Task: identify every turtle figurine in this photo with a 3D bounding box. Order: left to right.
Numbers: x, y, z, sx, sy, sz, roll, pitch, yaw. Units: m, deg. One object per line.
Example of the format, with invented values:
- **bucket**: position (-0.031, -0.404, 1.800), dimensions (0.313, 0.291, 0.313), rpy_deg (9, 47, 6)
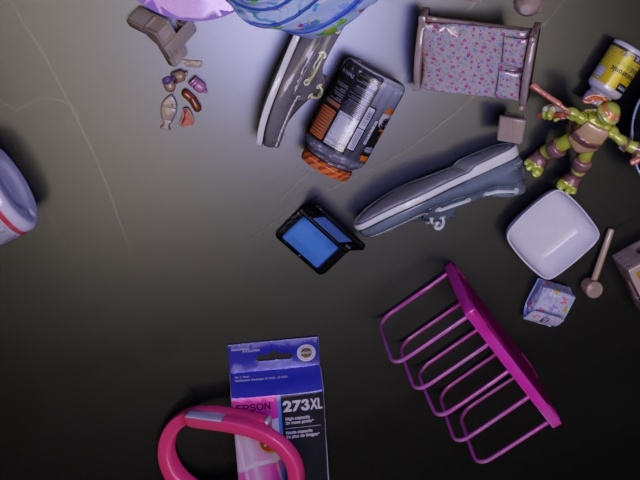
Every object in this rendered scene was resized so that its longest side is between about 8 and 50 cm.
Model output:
- **turtle figurine**: position (0.439, -0.181, 1.681), dimensions (0.270, 0.087, 0.217), rpy_deg (19, 146, -12)

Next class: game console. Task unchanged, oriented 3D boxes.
- **game console**: position (0.000, 0.000, 1.758), dimensions (0.122, 0.107, 0.071), rpy_deg (41, 72, -19)

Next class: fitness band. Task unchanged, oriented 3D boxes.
- **fitness band**: position (-0.168, 0.411, 1.840), dimensions (0.291, 0.054, 0.209), rpy_deg (7, 115, 17)

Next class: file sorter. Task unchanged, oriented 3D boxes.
- **file sorter**: position (0.265, 0.231, 1.805), dimensions (0.182, 0.202, 0.290), rpy_deg (-36, 110, 10)

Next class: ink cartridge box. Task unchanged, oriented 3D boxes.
- **ink cartridge box**: position (-0.077, 0.368, 1.888), dimensions (0.176, 0.069, 0.370), rpy_deg (-5, 108, -4)

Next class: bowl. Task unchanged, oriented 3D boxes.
- **bowl**: position (0.418, -0.017, 1.808), dimensions (0.142, 0.053, 0.142), rpy_deg (-42, 110, 9)

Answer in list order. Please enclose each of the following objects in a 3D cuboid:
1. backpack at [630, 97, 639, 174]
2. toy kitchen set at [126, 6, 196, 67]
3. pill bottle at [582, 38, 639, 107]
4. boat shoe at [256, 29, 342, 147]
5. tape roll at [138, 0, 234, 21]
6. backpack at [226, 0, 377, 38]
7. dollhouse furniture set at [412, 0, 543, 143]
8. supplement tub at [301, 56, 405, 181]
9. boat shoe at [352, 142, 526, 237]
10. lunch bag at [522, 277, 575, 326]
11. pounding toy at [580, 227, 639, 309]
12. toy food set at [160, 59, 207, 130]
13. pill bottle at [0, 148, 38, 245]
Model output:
- **backpack**: position (0.667, -0.191, 1.689), dimensions (0.254, 0.191, 0.225), rpy_deg (1, 113, 23)
- **toy kitchen set**: position (-0.256, -0.346, 1.624), dimensions (0.068, 0.075, 0.083), rpy_deg (-51, 149, -16)
- **pill bottle**: position (0.507, -0.286, 1.714), dimensions (0.065, 0.065, 0.116), rpy_deg (26, 106, -15)
- **boat shoe**: position (-0.025, -0.286, 1.628), dimensions (0.091, 0.109, 0.305), rpy_deg (20, 103, -8)
- **tape roll**: position (-0.199, -0.487, 1.545), dimensions (0.275, 0.090, 0.274), rpy_deg (-2, 109, -6)
- **backpack**: position (0.005, -0.447, 1.359), dimensions (0.290, 0.273, 0.355), rpy_deg (56, 132, 15)
- **dollhouse furniture set**: position (0.187, -0.299, 1.577), dimensions (0.303, 0.174, 0.355), rpy_deg (10, 129, 13)
- **supplement tub**: position (0.050, -0.202, 1.663), dimensions (0.117, 0.117, 0.190), rpy_deg (25, 106, -15)
- **boat shoe**: position (0.215, -0.066, 1.734), dimensions (0.319, 0.116, 0.099), rpy_deg (-25, 107, -3)
- **lunch bag**: position (0.430, 0.123, 1.862), dimensions (0.071, 0.053, 0.083), rpy_deg (18, 116, -11)
- **pounding toy**: position (0.592, 0.061, 1.835), dimensions (0.206, 0.094, 0.181), rpy_deg (-30, 111, 4)
- **toy food set**: position (-0.230, -0.243, 1.666), dimensions (0.078, 0.019, 0.122), rpy_deg (3, 110, -8)
- **pill bottle**: position (-0.628, -0.028, 1.622), dimensions (0.283, 0.161, 0.161), rpy_deg (-27, 111, 3)
